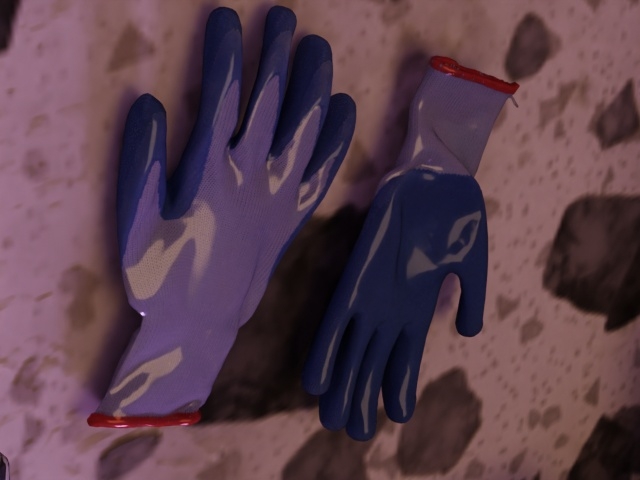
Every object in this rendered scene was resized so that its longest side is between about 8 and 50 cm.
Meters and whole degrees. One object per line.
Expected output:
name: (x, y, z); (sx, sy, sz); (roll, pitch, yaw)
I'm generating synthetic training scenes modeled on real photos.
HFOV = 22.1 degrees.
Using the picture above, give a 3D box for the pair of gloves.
pair of gloves: (0.000, 0.000, 0.600); (0.198, 0.023, 0.159); (6, 108, -44)

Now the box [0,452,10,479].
box: (-0.177, 0.125, 0.443); (0.158, 0.093, 0.156); (-13, 119, -40)
